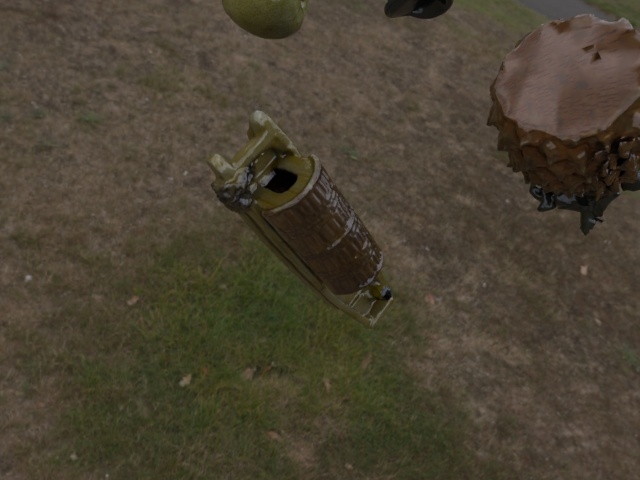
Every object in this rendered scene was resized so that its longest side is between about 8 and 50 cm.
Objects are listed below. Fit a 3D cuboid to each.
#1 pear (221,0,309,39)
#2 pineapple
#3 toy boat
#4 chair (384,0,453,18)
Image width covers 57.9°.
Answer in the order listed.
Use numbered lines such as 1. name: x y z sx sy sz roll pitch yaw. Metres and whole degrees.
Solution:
1. pear: -0.083 -0.426 0.976 0.137 0.167 0.167 21 37 10
2. pineapple: 0.377 -0.132 0.821 0.357 0.223 0.222 41 15 -51
3. toy boat: 0.000 0.000 0.451 0.088 0.226 0.068 22 68 47
4. chair: 0.095 -0.409 0.824 0.095 0.104 0.221 -30 90 -5
